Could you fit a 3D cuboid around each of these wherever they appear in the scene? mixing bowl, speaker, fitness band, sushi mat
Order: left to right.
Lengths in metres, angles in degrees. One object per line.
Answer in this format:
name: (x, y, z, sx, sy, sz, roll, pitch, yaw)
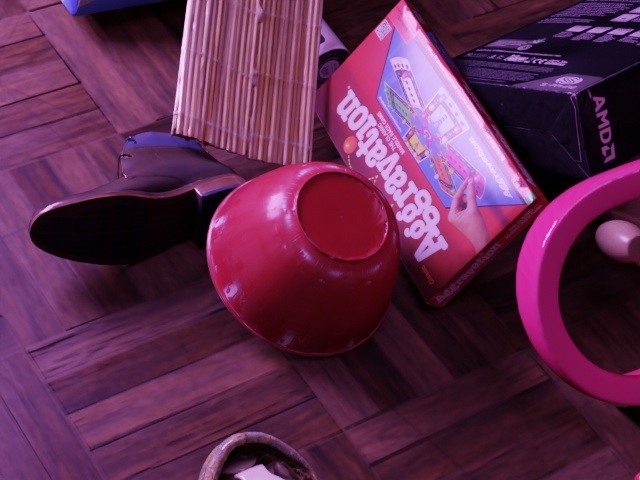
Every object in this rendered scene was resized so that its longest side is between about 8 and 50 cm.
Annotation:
sushi mat: (-0.063, -0.227, 1.544, 0.151, 0.019, 0.317, 17, 68, -32)
speaker: (-0.023, -0.221, 1.642, 0.055, 0.055, 0.136, -17, 53, -25)
mixing bowl: (0.000, 0.000, 1.374, 0.181, 0.098, 0.181, 10, 60, -19)
fitness band: (0.308, 0.029, 1.375, 0.290, 0.209, 0.054, -19, 10, -17)

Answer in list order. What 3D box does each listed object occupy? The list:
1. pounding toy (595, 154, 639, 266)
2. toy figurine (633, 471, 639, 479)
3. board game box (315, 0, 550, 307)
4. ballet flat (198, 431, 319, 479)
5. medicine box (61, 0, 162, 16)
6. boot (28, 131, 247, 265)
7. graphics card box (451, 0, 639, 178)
pounding toy: (0.356, -0.015, 1.516, 0.269, 0.155, 0.154, -4, 19, -27)
toy figurine: (0.318, 0.191, 1.161, 0.362, 0.217, 0.191, -30, 57, -16)
board game box: (0.095, -0.087, 1.489, 0.027, 0.145, 0.281, 19, 33, -46)
ballet flat: (0.005, 0.281, 1.140, 0.123, 0.123, 0.348, -17, 53, -25)
medicine box: (-0.200, -0.397, 1.690, 0.263, 0.149, 0.289, -16, 51, -31)
boot: (-0.175, -0.041, 1.439, 0.219, 0.082, 0.106, -7, 38, -30)
graphics card box: (0.306, -0.178, 1.570, 0.371, 0.094, 0.232, -26, 24, -32)
